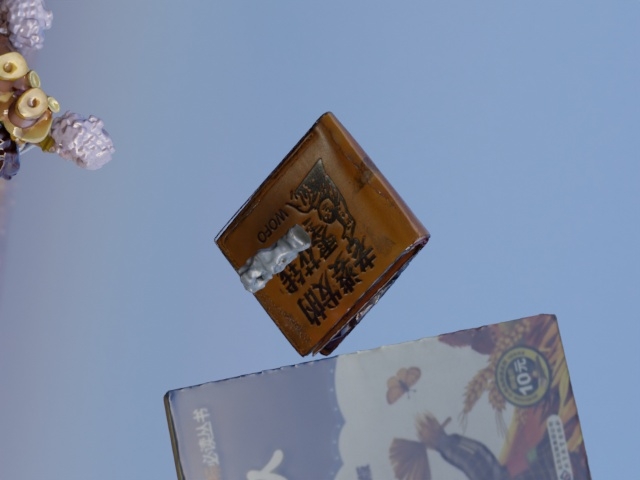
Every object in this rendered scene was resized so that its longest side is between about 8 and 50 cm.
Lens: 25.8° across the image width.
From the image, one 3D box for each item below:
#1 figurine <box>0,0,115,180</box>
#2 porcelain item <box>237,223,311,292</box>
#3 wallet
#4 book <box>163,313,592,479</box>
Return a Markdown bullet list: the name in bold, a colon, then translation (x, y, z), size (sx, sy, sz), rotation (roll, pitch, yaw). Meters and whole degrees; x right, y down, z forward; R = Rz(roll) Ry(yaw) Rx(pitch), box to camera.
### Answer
- **figurine**: translation (-0.282, -0.123, 1.251), size (0.240, 0.115, 0.175), rotation (-14, -78, 58)
- **porcelain item**: translation (-0.044, 0.019, 1.290), size (0.083, 0.036, 0.028), rotation (-43, -118, 29)
- **wallet**: translation (-0.001, 0.001, 1.324), size (0.195, 0.161, 0.042), rotation (-48, 165, 33)
- **book**: translation (0.073, 0.255, 1.397), size (0.039, 0.427, 0.300), rotation (162, -83, -72)
